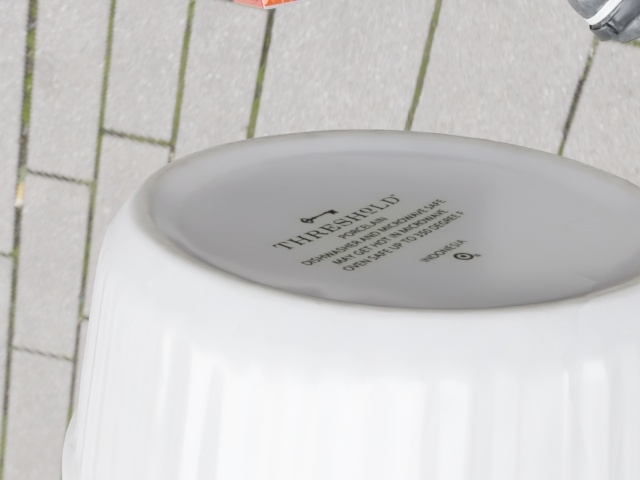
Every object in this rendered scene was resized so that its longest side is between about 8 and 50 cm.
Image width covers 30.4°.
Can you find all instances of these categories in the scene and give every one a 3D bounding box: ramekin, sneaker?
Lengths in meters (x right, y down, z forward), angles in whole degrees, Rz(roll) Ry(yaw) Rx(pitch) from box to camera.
[{"bbox_3d":[0.031,0.043,0.475,0.273,0.273,0.127,5,112,4],"label":"ramekin"},{"bbox_3d":[0.374,-0.306,1.299,0.217,0.079,0.121,-40,112,3],"label":"sneaker"}]

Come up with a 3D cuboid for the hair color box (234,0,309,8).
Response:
[{"bbox_3d":[0.023,-0.164,0.658,0.141,0.072,0.043,-13,107,-15],"label":"hair color box"}]
